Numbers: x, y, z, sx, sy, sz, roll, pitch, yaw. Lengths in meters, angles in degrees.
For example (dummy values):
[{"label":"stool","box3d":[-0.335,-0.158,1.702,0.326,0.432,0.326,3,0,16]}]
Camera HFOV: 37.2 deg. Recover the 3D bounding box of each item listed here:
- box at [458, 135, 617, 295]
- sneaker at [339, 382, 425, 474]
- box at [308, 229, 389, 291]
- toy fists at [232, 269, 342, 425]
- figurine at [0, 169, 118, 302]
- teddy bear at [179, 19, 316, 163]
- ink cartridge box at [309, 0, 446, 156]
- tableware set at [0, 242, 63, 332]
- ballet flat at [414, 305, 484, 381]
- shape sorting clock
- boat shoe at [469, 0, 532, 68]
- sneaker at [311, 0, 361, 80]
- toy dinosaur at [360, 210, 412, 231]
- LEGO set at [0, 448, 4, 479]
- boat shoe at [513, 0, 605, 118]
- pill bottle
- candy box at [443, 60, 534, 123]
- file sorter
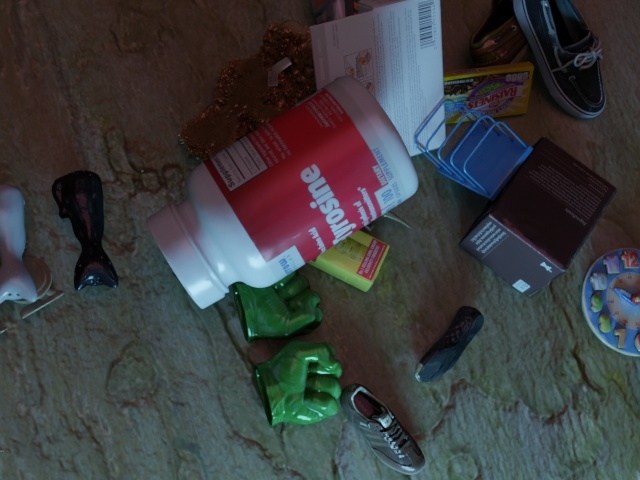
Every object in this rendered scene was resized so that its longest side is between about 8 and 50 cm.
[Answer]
[{"label":"box","box3d":[0.392,-0.042,1.725,0.167,0.168,0.203,37,68,2]},{"label":"sneaker","box3d":[0.105,0.318,1.598,0.188,0.071,0.066,44,69,6]},{"label":"box","box3d":[0.000,0.000,1.695,0.232,0.058,0.087,28,69,-1]},{"label":"toy fists","box3d":[-0.047,0.171,1.609,0.142,0.096,0.279,-13,73,-15]},{"label":"figurine","box3d":[-0.453,0.004,1.574,0.214,0.092,0.210,-11,65,-14]},{"label":"teddy bear","box3d":[-0.100,-0.258,1.720,0.245,0.113,0.338,19,72,20]},{"label":"ink cartridge box","box3d":[0.097,-0.278,1.697,0.261,0.297,0.066,-19,32,-21]},{"label":"tableware set","box3d":[-0.534,0.099,1.573,0.194,0.039,0.128,-32,68,-25]},{"label":"ballet flat","box3d":[0.225,0.186,1.689,0.173,0.049,0.057,-44,128,-20]},{"label":"shape sorting clock","box3d":[0.585,0.113,1.777,0.206,0.040,0.206,3,70,-9]},{"label":"boat shoe","box3d":[0.398,-0.456,1.883,0.104,0.110,0.307,47,64,-31]},{"label":"sneaker","box3d":[0.094,-0.369,1.809,0.180,0.124,0.321,-3,86,-28]},{"label":"toy dinosaur","box3d":[0.087,-0.059,1.723,0.183,0.053,0.093,24,32,1]},{"label":"LEGO set","box3d":[-0.527,0.361,1.489,0.054,0.023,0.083,2,71,-10]},{"label":"boat shoe","box3d":[0.486,-0.366,1.828,0.113,0.105,0.306,-38,112,-21]},{"label":"pill bottle","box3d":[-0.065,-0.070,1.544,0.407,0.229,0.229,-33,79,-2]},{"label":"candy box","box3d":[0.307,-0.282,1.831,0.205,0.105,0.027,-9,40,-13]},{"label":"file sorter","box3d":[0.267,-0.170,1.708,0.104,0.170,0.118,38,90,-35]}]
